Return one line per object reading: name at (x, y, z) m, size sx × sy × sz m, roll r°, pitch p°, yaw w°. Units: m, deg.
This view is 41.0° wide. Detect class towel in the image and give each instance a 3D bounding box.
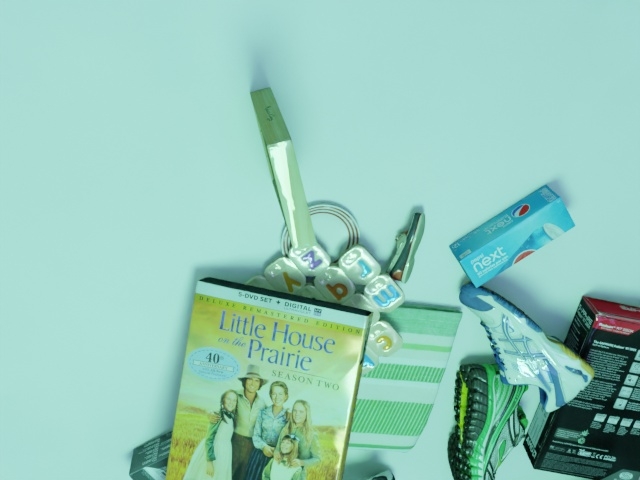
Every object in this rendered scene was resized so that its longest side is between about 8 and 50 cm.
towel at (0.113, 0.264, 1.642) m, size 0.248 × 0.038 × 0.324 m, roll 7°, pitch 112°, yaw -15°

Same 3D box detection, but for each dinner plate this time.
dinner plate at (0.000, 0.000, 1.505) m, size 0.141 × 0.017 × 0.141 m, roll -4°, pitch 116°, yaw -9°

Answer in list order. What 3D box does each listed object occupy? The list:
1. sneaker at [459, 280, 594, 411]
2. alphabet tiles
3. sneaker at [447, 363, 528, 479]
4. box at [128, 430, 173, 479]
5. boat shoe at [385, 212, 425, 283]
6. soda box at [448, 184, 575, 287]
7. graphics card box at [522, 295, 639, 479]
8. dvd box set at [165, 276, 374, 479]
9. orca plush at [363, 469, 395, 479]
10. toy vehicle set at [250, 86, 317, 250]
sneaker at (0.358, 0.200, 1.578) m, size 0.296 × 0.112 × 0.131 m, roll 39°, pitch 98°, yaw -1°
alphabet tiles at (0.004, 0.135, 1.536) m, size 0.284 × 0.021 × 0.278 m, roll -39°, pitch 106°, yaw 13°
sneaker at (0.342, 0.402, 1.695) m, size 0.146 × 0.134 × 0.343 m, roll -2°, pitch 114°, yaw -11°
box at (-0.164, 0.434, 1.620) m, size 0.308 × 0.076 × 0.242 m, roll -26°, pitch 117°, yaw 11°
boat shoe at (0.152, 0.010, 1.526) m, size 0.043 × 0.049 × 0.137 m, roll 23°, pitch 113°, yaw 21°
soda box at (0.344, -0.008, 1.543) m, size 0.210 × 0.067 × 0.071 m, roll -33°, pitch 116°, yaw 5°
graphics card box at (0.578, 0.305, 1.708) m, size 0.233 × 0.094 × 0.370 m, roll 11°, pitch 111°, yaw -8°
dvd box set at (-0.095, 0.296, 1.474) m, size 0.308 × 0.062 × 0.420 m, roll 12°, pitch 97°, yaw 10°
orca plush at (0.068, 0.522, 1.631) m, size 0.151 × 0.287 × 0.102 m, roll -29°, pitch 74°, yaw 19°
toy vehicle set at (-0.060, -0.116, 1.300) m, size 0.035 × 0.267 × 0.165 m, roll -15°, pitch 117°, yaw -3°
